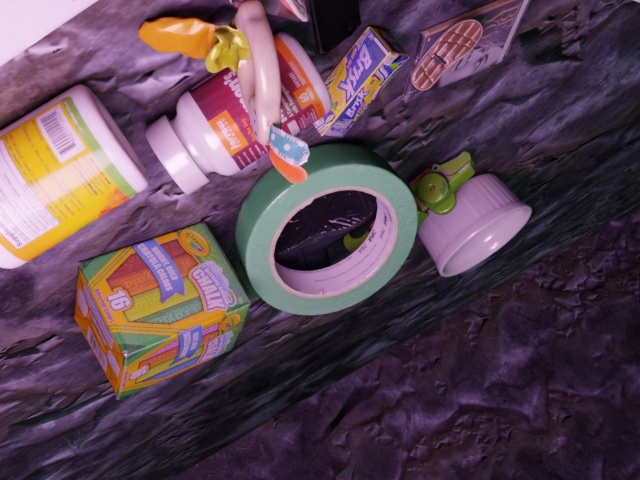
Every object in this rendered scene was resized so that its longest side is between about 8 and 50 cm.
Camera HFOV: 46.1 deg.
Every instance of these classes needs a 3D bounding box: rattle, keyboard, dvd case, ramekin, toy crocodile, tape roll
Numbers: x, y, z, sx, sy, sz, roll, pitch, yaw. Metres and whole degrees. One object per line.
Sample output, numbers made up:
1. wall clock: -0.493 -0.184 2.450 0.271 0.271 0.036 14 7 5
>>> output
1. rattle: -0.101 -0.153 0.823 0.142 0.200 0.130 -10 -179 -31
2. keyboard: 0.012 -0.320 0.894 0.100 0.038 0.192 -39 150 -17
3. dvd case: 0.244 -0.323 1.257 0.221 0.018 0.164 -27 158 -19
4. ramekin: 0.378 -0.044 1.892 0.277 0.135 0.277 -29 159 -12
5. toy crocodile: 0.198 -0.071 1.643 0.340 0.105 0.115 -44 157 12
6. tape roll: 0.013 -0.013 1.325 0.321 0.077 0.321 -13 131 -16

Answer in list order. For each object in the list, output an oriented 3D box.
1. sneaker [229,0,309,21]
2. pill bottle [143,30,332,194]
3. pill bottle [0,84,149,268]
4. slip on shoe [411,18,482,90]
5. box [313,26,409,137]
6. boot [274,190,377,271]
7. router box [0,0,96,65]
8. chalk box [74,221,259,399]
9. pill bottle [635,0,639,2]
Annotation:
1. sneaker: -0.069 -0.287 0.857 0.065 0.061 0.158 -13 168 27
2. pill bottle: -0.105 -0.160 0.961 0.221 0.121 0.121 -34 159 -1
3. pill bottle: -0.330 -0.055 0.838 0.245 0.136 0.136 -32 159 -4
4. slip on shoe: 0.195 -0.293 1.178 0.135 0.051 0.041 -49 -167 18
5. box: 0.051 -0.232 1.115 0.054 0.059 0.169 -7 146 -52
6. boot: 0.000 0.000 1.492 0.246 0.094 0.207 -27 156 -6
7. router box: -0.289 -0.263 0.524 0.301 0.082 0.335 -34 159 1
8. chalk box: -0.238 0.103 1.260 0.289 0.180 0.179 -22 156 -30
9. pill bottle: 0.558 -0.492 1.219 0.112 0.112 0.187 -17 153 -37
